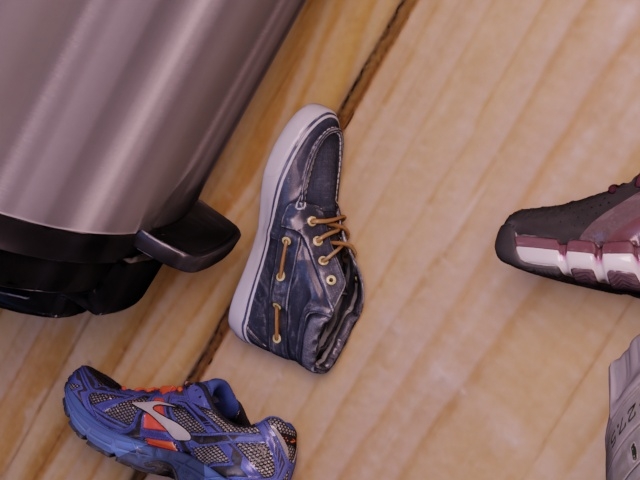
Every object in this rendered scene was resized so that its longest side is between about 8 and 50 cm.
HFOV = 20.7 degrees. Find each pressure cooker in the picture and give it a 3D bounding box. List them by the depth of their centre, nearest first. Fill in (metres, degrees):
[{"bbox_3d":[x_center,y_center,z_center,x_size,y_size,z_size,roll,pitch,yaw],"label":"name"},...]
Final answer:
[{"bbox_3d":[-0.219,-0.167,1.206,0.420,0.376,0.370,-60,37,22],"label":"pressure cooker"}]

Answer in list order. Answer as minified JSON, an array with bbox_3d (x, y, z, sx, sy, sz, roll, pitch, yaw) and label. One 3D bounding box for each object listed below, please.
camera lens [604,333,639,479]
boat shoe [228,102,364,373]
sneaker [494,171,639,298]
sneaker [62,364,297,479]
[{"bbox_3d":[0.260,0.176,0.874,0.219,0.219,0.274,-34,40,32],"label":"camera lens"},{"bbox_3d":[0.000,0.000,1.241,0.083,0.065,0.183,25,108,32],"label":"boat shoe"},{"bbox_3d":[0.245,-0.043,1.036,0.281,0.106,0.162,4,85,27],"label":"sneaker"},{"bbox_3d":[-0.100,0.138,1.307,0.221,0.083,0.087,23,88,31],"label":"sneaker"}]
